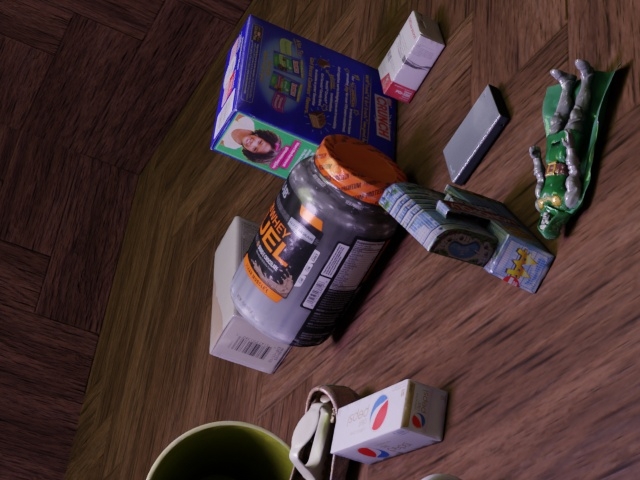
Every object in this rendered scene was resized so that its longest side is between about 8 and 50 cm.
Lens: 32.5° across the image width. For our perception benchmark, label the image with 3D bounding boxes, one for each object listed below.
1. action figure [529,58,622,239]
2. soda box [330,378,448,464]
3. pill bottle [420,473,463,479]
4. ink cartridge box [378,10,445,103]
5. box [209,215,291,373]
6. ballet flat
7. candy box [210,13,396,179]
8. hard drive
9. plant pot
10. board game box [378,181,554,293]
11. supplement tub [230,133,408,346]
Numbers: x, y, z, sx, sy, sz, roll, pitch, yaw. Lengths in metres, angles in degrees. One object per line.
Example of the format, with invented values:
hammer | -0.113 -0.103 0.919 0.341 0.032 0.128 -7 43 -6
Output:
action figure | 0.309 -0.111 1.394 0.137 0.063 0.232 -20 55 62
soda box | 0.095 0.262 1.571 0.216 0.069 0.074 -36 38 57
pill bottle | 0.110 0.382 1.331 0.215 0.117 0.117 -53 25 38
ink cartridge box | 0.166 -0.335 2.011 0.135 0.056 0.099 -57 23 32
box | -0.136 0.106 2.249 0.121 0.148 0.311 -57 21 33
ballet flat | -0.018 0.368 1.681 0.107 0.106 0.316 -5 63 38
candy box | -0.023 -0.236 2.023 0.122 0.317 0.268 -52 24 45
hard drive | 0.238 -0.161 1.688 0.135 0.022 0.094 -58 22 31
plant pot | -0.166 0.453 1.850 0.293 0.274 0.275 125 161 -73
board game box | 0.204 -0.010 1.436 0.060 0.194 0.194 -65 34 15
supplement tub | 0.000 0.000 1.889 0.338 0.207 0.207 -60 21 25
